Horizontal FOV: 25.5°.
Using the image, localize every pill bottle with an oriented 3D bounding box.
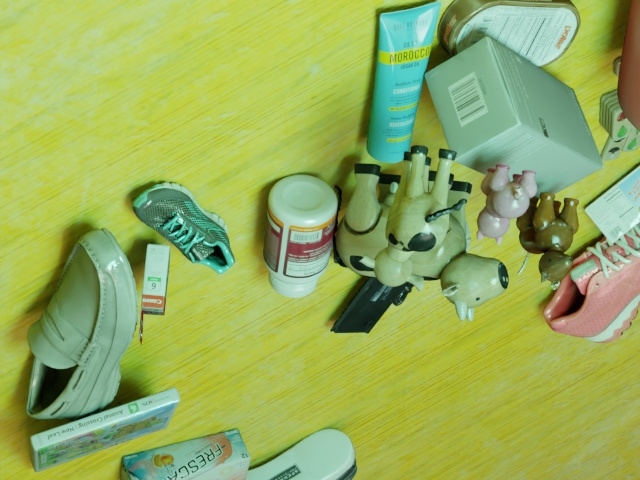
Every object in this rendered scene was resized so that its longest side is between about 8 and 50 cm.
[{"bbox_3d":[-0.028,-0.002,1.768,0.086,0.086,0.152,-13,140,-20],"label":"pill bottle"}]

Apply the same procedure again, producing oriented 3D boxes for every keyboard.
[{"bbox_3d":[0.092,0.063,1.971,0.108,0.023,0.180,3,133,-45],"label":"keyboard"}]

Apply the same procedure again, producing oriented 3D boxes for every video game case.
[{"bbox_3d":[-0.287,0.253,1.867,0.193,0.023,0.212,-18,167,-16],"label":"video game case"}]

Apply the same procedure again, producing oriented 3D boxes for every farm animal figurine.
[{"bbox_3d":[0.137,0.003,1.690,0.330,0.326,0.172,15,83,-44],"label":"farm animal figurine"}]

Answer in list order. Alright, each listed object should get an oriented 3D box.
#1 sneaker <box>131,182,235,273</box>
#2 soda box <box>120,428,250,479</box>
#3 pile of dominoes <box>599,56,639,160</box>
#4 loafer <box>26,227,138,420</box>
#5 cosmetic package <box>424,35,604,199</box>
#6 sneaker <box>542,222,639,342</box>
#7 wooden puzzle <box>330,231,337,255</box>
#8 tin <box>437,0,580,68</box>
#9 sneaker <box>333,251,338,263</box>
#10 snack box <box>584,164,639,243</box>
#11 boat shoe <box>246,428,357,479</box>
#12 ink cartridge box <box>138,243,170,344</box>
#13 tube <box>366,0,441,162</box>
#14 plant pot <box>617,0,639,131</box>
[{"bbox_3d":[-0.155,-0.011,1.682,0.065,0.076,0.166,-43,141,15],"label":"sneaker"},{"bbox_3d":[-0.197,0.333,2.062,0.183,0.058,0.063,-12,139,-23],"label":"soda box"},{"bbox_3d":[0.498,-0.204,1.921,0.251,0.040,0.196,-22,142,-9],"label":"pile of dominoes"},{"bbox_3d":[-0.294,0.114,1.706,0.111,0.112,0.319,-16,142,-31],"label":"loafer"},{"bbox_3d":[0.237,-0.142,1.710,0.107,0.127,0.238,-30,156,30],"label":"cosmetic package"},{"bbox_3d":[0.444,0.040,2.101,0.136,0.116,0.314,3,132,-34],"label":"sneaker"},{"bbox_3d":[0.000,0.000,1.854,0.049,0.006,0.083,-34,143,5],"label":"wooden puzzle"},{"bbox_3d":[0.228,-0.252,1.694,0.189,0.040,0.106,-3,140,-30],"label":"tin"},{"bbox_3d":[0.045,0.023,1.896,0.035,0.031,0.083,-5,166,27],"label":"sneaker"},{"bbox_3d":[0.468,-0.076,2.026,0.178,0.064,0.022,-40,175,13],"label":"snack box"},{"bbox_3d":[-0.078,0.400,2.185,0.301,0.108,0.102,-30,142,-12],"label":"boat shoe"},{"bbox_3d":[-0.199,0.066,1.699,0.029,0.115,0.063,4,169,-4],"label":"ink cartridge box"},{"bbox_3d":[0.093,-0.188,1.673,0.080,0.052,0.207,-19,137,-28],"label":"tube"},{"bbox_3d":[0.486,-0.276,1.674,0.275,0.275,0.243,-22,132,-10],"label":"plant pot"}]
